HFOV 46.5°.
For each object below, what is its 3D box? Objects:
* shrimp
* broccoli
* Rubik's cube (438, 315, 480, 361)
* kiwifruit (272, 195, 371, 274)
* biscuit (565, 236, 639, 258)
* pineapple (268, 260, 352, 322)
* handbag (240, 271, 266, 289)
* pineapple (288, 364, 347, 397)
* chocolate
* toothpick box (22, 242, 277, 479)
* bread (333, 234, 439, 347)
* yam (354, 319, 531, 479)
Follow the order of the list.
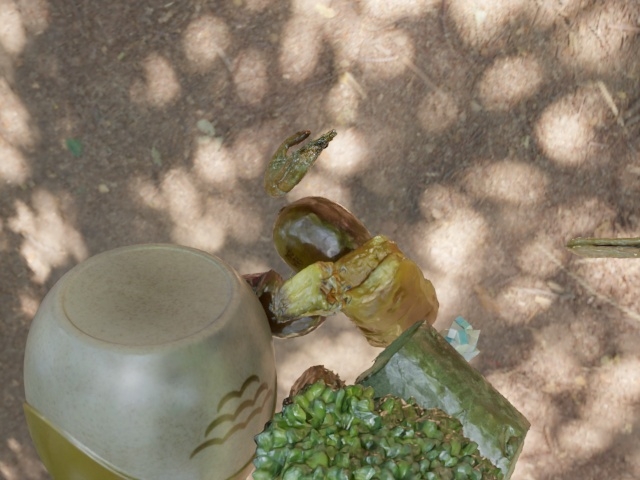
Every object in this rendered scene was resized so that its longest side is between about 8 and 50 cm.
[{"bbox_3d":[-0.051,-0.188,1.653,0.053,0.133,0.236,27,132,-29],"label":"shrimp"},{"bbox_3d":[0.044,0.234,0.500,0.235,0.260,0.288,-2,128,54],"label":"broccoli"},{"bbox_3d":[0.290,0.198,1.514,0.075,0.073,0.084,48,171,36],"label":"Rubik's cube"},{"bbox_3d":[0.000,0.000,1.705,0.234,0.196,0.196,34,129,6],"label":"kiwifruit"},{"bbox_3d":[0.366,0.009,0.893,0.147,0.071,0.018,-2,76,39],"label":"biscuit"},{"bbox_3d":[-0.013,0.081,1.012,0.116,0.069,0.137,-14,162,-3],"label":"pineapple"},{"bbox_3d":[-0.172,0.142,1.640,0.146,0.225,0.135,-12,87,7],"label":"handbag"},{"bbox_3d":[0.056,0.421,1.769,0.278,0.158,0.158,38,130,-14],"label":"pineapple"},{"bbox_3d":[-0.050,0.118,1.359,0.133,0.124,0.127,9,105,32],"label":"chocolate"},{"bbox_3d":[-0.279,0.253,1.240,0.408,0.409,0.425,15,123,17],"label":"toothpick box"},{"bbox_3d":[0.148,0.128,1.614,0.195,0.149,0.344,-34,148,6],"label":"bread"},{"bbox_3d":[0.207,0.279,1.192,0.304,0.168,0.168,44,130,13],"label":"yam"}]
